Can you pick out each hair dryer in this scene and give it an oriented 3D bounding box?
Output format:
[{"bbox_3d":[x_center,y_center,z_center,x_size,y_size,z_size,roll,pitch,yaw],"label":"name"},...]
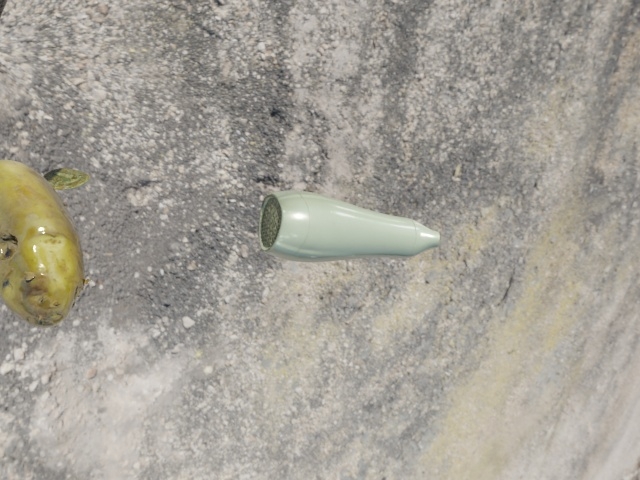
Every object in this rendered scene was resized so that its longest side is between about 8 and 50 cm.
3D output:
[{"bbox_3d":[0.000,0.000,0.567,0.206,0.237,0.076,6,81,-26],"label":"hair dryer"}]

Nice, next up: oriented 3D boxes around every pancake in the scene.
[{"bbox_3d":[-0.645,-0.156,1.112,0.108,0.108,0.017,-14,131,-33],"label":"pancake"}]

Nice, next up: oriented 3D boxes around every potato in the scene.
[{"bbox_3d":[-0.458,0.006,0.698,0.141,0.296,0.192,-13,149,-37],"label":"potato"}]

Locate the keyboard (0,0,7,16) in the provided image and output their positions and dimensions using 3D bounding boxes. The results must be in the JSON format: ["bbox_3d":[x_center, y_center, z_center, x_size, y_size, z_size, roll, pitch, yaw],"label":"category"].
[{"bbox_3d":[-0.472,-0.434,0.658,0.016,0.106,0.262,34,123,-22],"label":"keyboard"}]
